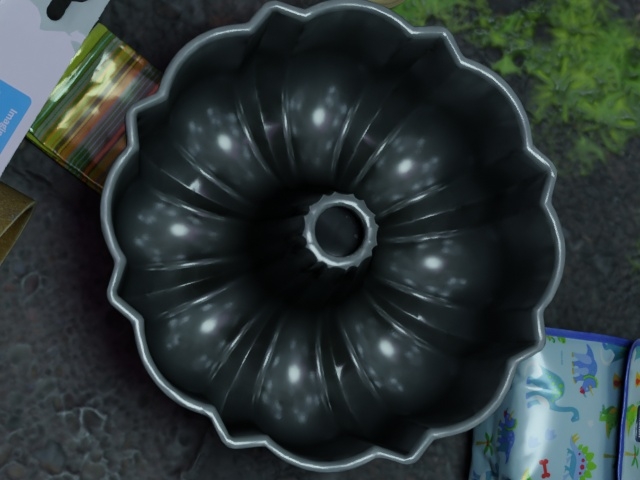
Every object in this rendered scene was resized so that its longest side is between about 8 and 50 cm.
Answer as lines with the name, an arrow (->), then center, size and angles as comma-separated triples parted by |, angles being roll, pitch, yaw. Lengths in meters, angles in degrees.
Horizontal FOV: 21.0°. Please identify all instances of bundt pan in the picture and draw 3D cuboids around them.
bundt pan -> 0.000, 0.000, 1.230 | 0.331, 0.124, 0.331 | 2, 83, -13

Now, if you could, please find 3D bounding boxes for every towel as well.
towel -> -0.104, -0.052, 1.285 | 0.237, 0.021, 0.102 | 37, 81, -6

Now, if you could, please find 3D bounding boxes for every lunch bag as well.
lunch bag -> 0.196, 0.135, 1.291 | 0.151, 0.096, 0.129 | 11, 81, -23

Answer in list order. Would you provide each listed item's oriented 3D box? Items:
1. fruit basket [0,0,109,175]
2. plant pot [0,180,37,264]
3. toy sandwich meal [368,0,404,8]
fruit basket -> -0.295, -0.262, 1.186 | 0.353, 0.165, 0.327 | 31, 81, 0
plant pot -> -0.358, -0.003, 1.125 | 0.254, 0.237, 0.237 | 36, 80, -5
toy sandwich meal -> 0.041, -0.218, 1.322 | 0.085, 0.029, 0.085 | -2, 96, -15
